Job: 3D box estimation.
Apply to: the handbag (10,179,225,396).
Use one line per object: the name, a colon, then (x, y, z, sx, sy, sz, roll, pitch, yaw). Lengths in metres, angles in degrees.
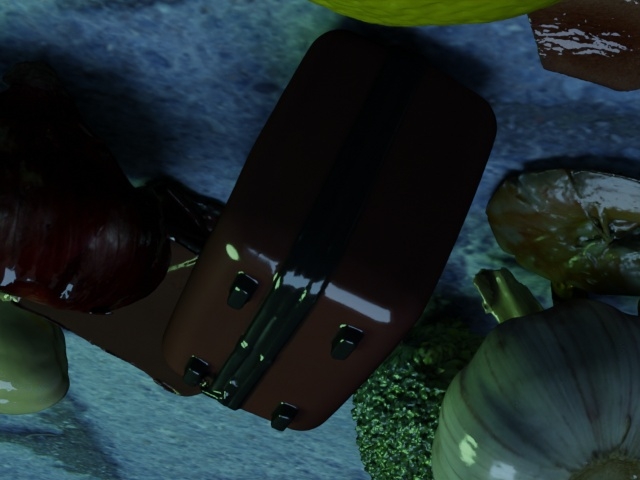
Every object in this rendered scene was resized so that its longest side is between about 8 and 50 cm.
handbag: (-0.144, 0.053, 1.437, 0.275, 0.084, 0.260, -17, 139, 42)

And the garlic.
garlic: (0.194, 0.125, 1.252, 0.245, 0.253, 0.245, -13, 138, -12)

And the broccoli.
broccoli: (0.116, 0.178, 1.440, 0.176, 0.198, 0.226, -6, 165, 21)

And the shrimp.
shrimp: (0.279, -0.003, 1.174, 0.294, 0.062, 0.154, 6, 146, 15)

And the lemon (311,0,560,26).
lemon: (0.051, -0.217, 0.612, 0.268, 0.268, 0.322, 9, -168, 6)

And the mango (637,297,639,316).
mango: (0.349, 0.088, 1.298, 0.098, 0.075, 0.190, 9, 160, 42)

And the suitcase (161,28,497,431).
suitcase: (0.000, 0.000, 1.109, 0.161, 0.236, 0.297, 26, 152, -3)

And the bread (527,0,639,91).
bread: (0.188, -0.155, 0.911, 0.192, 0.067, 0.119, 17, 145, -12)

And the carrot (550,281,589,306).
carrot: (0.237, 0.074, 1.361, 0.042, 0.042, 0.171, 3, 149, 17)

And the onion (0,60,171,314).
onion: (-0.239, -0.048, 1.188, 0.272, 0.195, 0.272, 20, -171, -3)

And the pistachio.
pistachio: (-0.371, 0.113, 1.574, 0.215, 0.144, 0.144, 27, 152, -2)
